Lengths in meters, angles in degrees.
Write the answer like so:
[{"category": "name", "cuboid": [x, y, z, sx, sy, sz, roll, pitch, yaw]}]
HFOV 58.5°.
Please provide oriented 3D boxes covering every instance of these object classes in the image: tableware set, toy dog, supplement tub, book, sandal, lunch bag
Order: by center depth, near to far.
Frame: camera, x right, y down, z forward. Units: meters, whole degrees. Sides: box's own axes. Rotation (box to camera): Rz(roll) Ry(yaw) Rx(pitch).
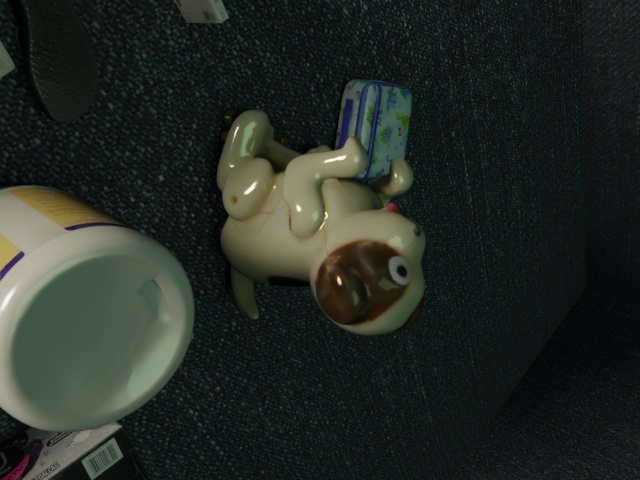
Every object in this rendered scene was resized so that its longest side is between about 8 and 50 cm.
[{"category": "supplement tub", "cuboid": [-0.343, 0.063, 0.730, 0.241, 0.331, 0.241, -19, 119, -40]}, {"category": "sandal", "cuboid": [-0.373, -0.290, 0.775, 0.097, 0.054, 0.255, -26, 114, -45]}, {"category": "book", "cuboid": [-0.203, -0.401, 0.864, 0.035, 0.096, 0.144, -45, 133, -25]}, {"category": "toy dog", "cuboid": [0.000, 0.000, 0.983, 0.284, 0.407, 0.396, 32, 90, -49]}, {"category": "tableware set", "cuboid": [-0.125, -0.192, 1.087, 0.154, 0.024, 0.104, 4, 99, -46]}, {"category": "lunch bag", "cuboid": [0.116, -0.241, 1.268, 0.176, 0.090, 0.219, -2, 106, -43]}]

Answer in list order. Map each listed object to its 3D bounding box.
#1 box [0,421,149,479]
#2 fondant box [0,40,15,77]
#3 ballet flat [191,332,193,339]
[{"category": "box", "cuboid": [-0.431, 0.393, 0.914, 0.247, 0.142, 0.164, -34, 126, -34]}, {"category": "fondant box", "cuboid": [-0.488, -0.244, 0.541, 0.238, 0.096, 0.330, -46, 159, -23]}, {"category": "ballet flat", "cuboid": [-0.270, 0.143, 1.020, 0.083, 0.087, 0.248, -24, 122, -38]}]
